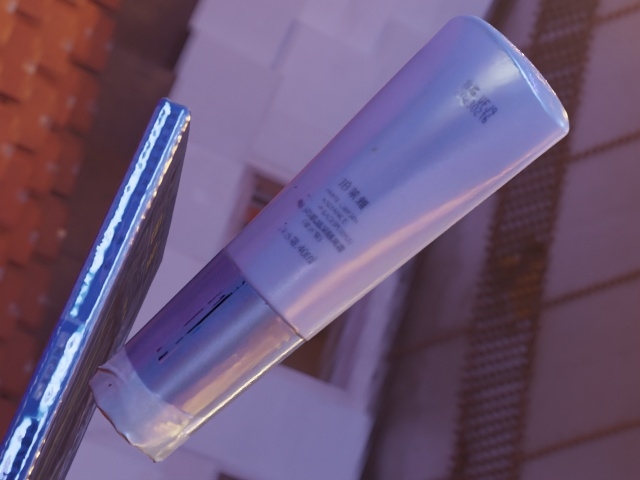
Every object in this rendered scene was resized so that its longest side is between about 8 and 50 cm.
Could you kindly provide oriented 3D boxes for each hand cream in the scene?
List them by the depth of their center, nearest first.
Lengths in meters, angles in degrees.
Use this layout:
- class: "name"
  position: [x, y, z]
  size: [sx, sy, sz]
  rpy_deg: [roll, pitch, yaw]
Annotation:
- class: "hand cream"
  position: [0.000, 0.000, 0.909]
  size: [0.255, 0.079, 0.048]
  rpy_deg: [-41, 167, 1]

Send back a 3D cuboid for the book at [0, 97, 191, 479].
- class: "book"
  position: [-0.135, 0.076, 1.069]
  size: [0.191, 0.025, 0.269]
  rpy_deg: [112, 0, -62]
